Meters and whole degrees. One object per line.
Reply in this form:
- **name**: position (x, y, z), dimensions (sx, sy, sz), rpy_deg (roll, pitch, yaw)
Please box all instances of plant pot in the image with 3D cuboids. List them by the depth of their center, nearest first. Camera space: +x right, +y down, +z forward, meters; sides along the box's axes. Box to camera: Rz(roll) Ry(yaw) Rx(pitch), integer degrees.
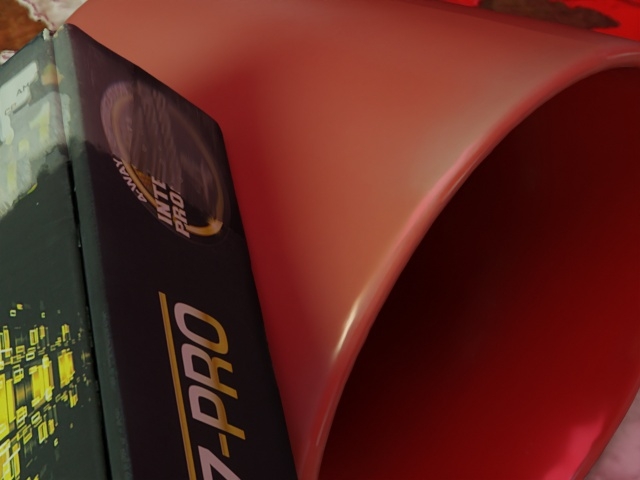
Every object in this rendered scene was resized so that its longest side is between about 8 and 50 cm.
- **plant pot**: position (0.000, 0.000, 0.648), dimensions (0.243, 0.275, 0.275), rpy_deg (30, 59, 35)

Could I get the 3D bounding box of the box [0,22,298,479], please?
- **box**: position (-0.178, 0.158, 0.495), dimensions (0.395, 0.097, 0.318), rpy_deg (-32, 48, 25)
